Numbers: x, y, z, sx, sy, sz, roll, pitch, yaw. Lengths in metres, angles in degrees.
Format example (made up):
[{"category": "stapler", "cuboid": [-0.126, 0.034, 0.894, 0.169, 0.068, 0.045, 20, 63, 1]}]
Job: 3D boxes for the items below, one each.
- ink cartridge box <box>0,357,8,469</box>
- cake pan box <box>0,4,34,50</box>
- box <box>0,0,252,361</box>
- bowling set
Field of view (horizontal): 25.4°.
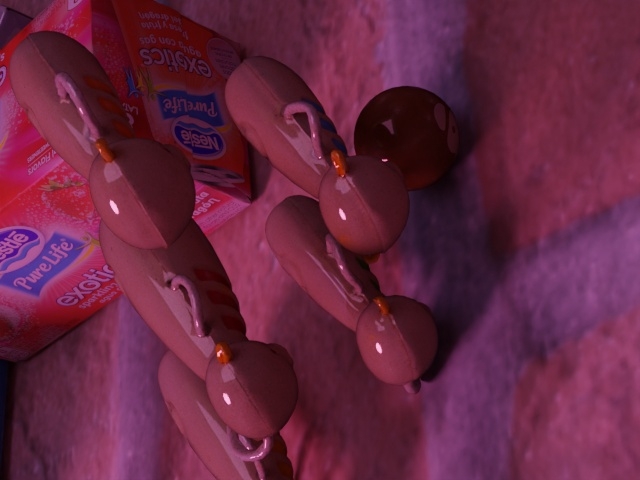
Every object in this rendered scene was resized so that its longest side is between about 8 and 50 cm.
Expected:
[{"category": "ink cartridge box", "cuboid": [-0.403, 0.212, 1.022, 0.395, 0.166, 0.285, -28, 52, 39]}, {"category": "cake pan box", "cuboid": [-0.321, -0.082, 1.151, 0.267, 0.070, 0.245, 26, 95, 51]}, {"category": "box", "cuboid": [-0.171, -0.037, 0.906, 0.257, 0.123, 0.128, -32, 51, 36]}, {"category": "bowling set", "cuboid": [0.000, 0.000, 0.655, 0.200, 0.287, 0.154, -32, 48, -9]}]
